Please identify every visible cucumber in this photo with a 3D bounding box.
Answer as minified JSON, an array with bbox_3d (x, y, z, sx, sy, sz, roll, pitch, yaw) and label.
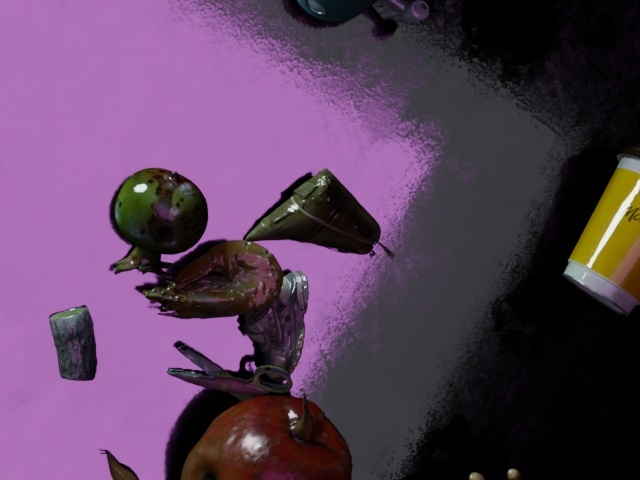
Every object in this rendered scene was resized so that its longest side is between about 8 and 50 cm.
[{"bbox_3d":[-0.373,0.161,1.575,0.064,0.064,0.112,-10,96,-15],"label":"cucumber"}]

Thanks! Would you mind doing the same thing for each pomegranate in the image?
[{"bbox_3d":[-0.244,-0.024,1.567,0.148,0.148,0.169,6,96,-15],"label":"pomegranate"}]

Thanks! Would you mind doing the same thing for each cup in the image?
[{"bbox_3d":[0.047,-0.440,1.616,0.300,0.173,0.167,34,81,-12],"label":"cup"},{"bbox_3d":[0.540,-0.021,1.754,0.196,0.196,0.279,34,90,-13],"label":"cup"}]

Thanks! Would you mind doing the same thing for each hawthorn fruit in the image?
[{"bbox_3d":[-0.077,0.367,1.561,0.262,0.258,0.258,-28,98,9],"label":"hawthorn fruit"}]

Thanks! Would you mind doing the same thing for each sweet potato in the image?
[{"bbox_3d":[-0.287,0.409,1.607,0.056,0.056,0.195,-29,92,-13],"label":"sweet potato"}]

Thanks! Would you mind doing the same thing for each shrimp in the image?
[{"bbox_3d":[-0.164,0.063,1.579,0.217,0.051,0.115,-9,86,-10],"label":"shrimp"}]

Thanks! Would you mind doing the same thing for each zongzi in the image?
[{"bbox_3d":[0.000,0.000,1.677,0.178,0.081,0.189,-39,116,10],"label":"zongzi"}]

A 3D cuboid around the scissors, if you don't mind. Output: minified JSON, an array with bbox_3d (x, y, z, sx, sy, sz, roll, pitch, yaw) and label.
[{"bbox_3d":[-0.146,0.224,1.630,0.187,0.020,0.133,24,119,-5],"label":"scissors"}]

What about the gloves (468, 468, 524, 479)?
[{"bbox_3d":[0.328,0.481,1.709,0.301,0.197,0.152,20,120,2],"label":"gloves"}]

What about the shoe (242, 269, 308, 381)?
[{"bbox_3d":[-0.075,0.131,1.636,0.092,0.089,0.180,10,86,-16],"label":"shoe"}]
